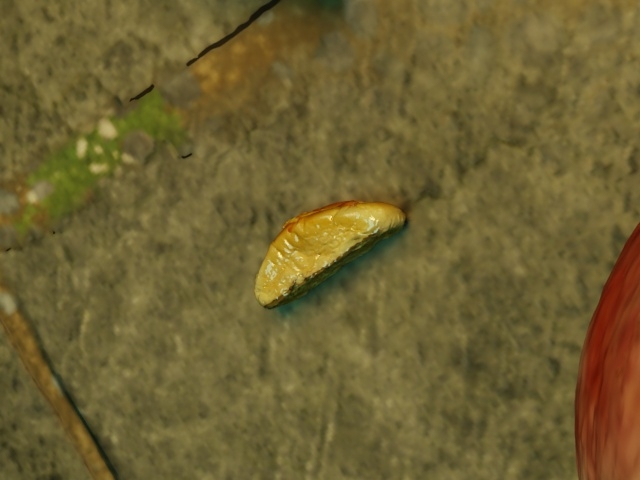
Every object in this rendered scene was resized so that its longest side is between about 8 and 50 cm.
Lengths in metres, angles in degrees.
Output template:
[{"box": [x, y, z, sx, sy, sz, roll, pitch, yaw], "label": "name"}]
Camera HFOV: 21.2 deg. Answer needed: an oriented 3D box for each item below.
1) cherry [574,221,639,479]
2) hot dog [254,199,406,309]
[{"box": [0.247, 0.087, 0.577, 0.326, 0.335, 0.291, 25, 95, 0], "label": "cherry"}, {"box": [0.000, 0.000, 0.837, 0.090, 0.030, 0.034, -36, 78, 30], "label": "hot dog"}]
